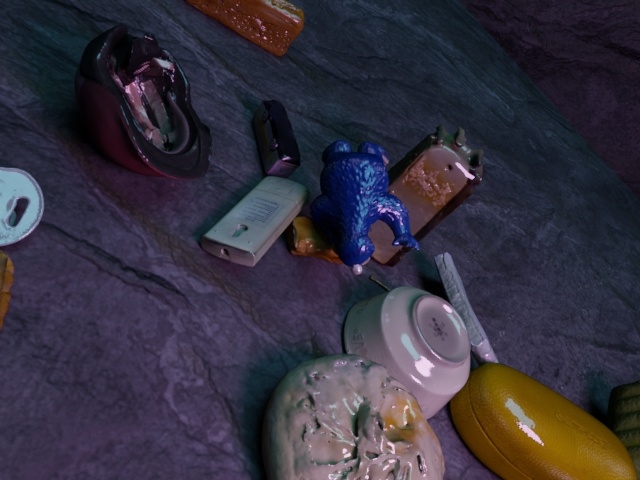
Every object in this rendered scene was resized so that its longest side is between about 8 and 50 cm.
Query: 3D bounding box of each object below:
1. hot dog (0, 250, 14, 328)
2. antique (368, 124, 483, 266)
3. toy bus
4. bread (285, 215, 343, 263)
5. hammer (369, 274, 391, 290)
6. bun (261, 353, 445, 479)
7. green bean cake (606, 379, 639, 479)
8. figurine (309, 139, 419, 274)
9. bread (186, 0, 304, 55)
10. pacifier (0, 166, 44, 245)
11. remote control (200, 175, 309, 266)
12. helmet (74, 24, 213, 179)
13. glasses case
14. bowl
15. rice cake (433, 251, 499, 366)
[{"bbox_3d":[-0.376,0.103,0.568,0.066,0.047,0.215,-5,51,0],"label":"hot dog"},{"bbox_3d":[0.186,-0.092,1.031,0.125,0.284,0.150,37,39,-10],"label":"antique"},{"bbox_3d":[-0.089,-0.199,1.052,0.057,0.072,0.172,11,49,-36],"label":"toy bus"},{"bbox_3d":[0.000,0.000,0.972,0.132,0.053,0.074,15,47,-31],"label":"bread"},{"bbox_3d":[0.146,0.105,1.042,0.123,0.014,0.029,35,32,-8],"label":"hammer"},{"bbox_3d":[0.063,0.283,0.715,0.287,0.146,0.287,21,49,-26],"label":"bun"},{"bbox_3d":[0.691,0.434,1.110,0.222,0.125,0.248,49,35,-18],"label":"green bean cake"},{"bbox_3d":[0.059,-0.070,0.913,0.120,0.164,0.262,66,9,-55],"label":"figurine"},{"bbox_3d":[-0.171,-0.544,1.227,0.271,0.139,0.077,24,54,-21],"label":"bread"},{"bbox_3d":[-0.409,-0.052,0.624,0.150,0.117,0.126,32,67,-21],"label":"pacifier"},{"bbox_3d":[-0.103,-0.040,0.908,0.098,0.038,0.233,18,37,14],"label":"remote control"},{"bbox_3d":[-0.288,-0.196,0.823,0.198,0.154,0.253,11,66,-59],"label":"helmet"},{"bbox_3d":[0.409,0.359,0.950,0.371,0.141,0.173,32,42,-15],"label":"glasses case"},{"bbox_3d":[0.167,0.176,0.913,0.238,0.126,0.237,23,46,-26],"label":"bowl"},{"bbox_3d":[0.284,0.142,1.052,0.127,0.043,0.237,54,17,-41],"label":"rice cake"}]
